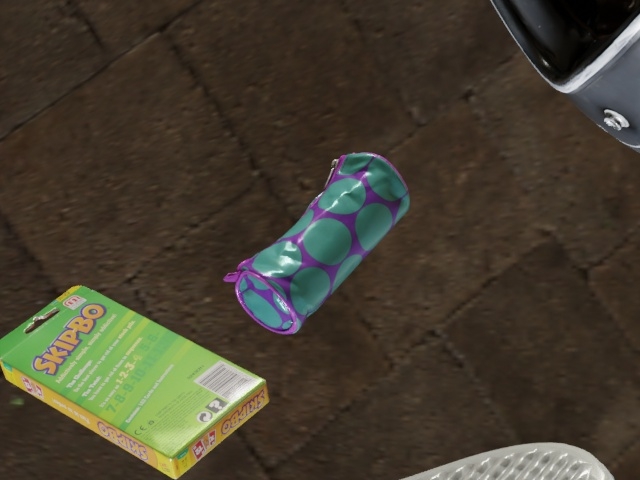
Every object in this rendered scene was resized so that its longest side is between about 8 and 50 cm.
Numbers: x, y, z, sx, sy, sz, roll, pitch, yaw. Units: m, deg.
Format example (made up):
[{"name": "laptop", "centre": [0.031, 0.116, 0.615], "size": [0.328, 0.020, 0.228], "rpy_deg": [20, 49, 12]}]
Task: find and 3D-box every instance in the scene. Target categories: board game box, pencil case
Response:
[{"name": "board game box", "centre": [-0.183, 0.125, 1.610], "size": [0.124, 0.259, 0.039], "rpy_deg": [-38, 138, -33]}, {"name": "pencil case", "centre": [0.000, 0.000, 1.330], "size": [0.070, 0.064, 0.151], "rpy_deg": [42, 64, 0]}]

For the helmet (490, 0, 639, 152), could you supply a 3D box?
[{"name": "helmet", "centre": [0.135, -0.099, 0.551], "size": [0.169, 0.169, 0.161], "rpy_deg": [-21, 62, -25]}]

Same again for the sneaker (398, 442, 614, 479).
[{"name": "sneaker", "centre": [0.021, 0.238, 1.043], "size": [0.150, 0.366, 0.135], "rpy_deg": [62, 27, -29]}]
